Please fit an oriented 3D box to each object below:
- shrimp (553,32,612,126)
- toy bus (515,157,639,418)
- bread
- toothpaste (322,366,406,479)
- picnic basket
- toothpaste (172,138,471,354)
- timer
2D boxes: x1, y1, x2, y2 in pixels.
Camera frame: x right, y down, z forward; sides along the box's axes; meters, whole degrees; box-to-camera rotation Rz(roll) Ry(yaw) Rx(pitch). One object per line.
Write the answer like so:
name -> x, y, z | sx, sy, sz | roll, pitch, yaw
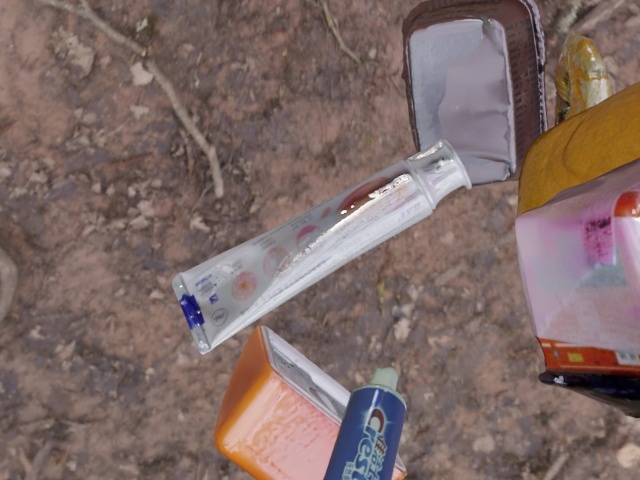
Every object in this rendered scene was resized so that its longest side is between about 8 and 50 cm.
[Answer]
shrimp -> 0.387, -0.186, 1.303 | 0.062, 0.154, 0.294 | -9, 140, -6
toy bus -> 0.272, 0.000, 0.541 | 0.302, 0.127, 0.147 | -22, 93, -26
bread -> 0.304, -0.067, 0.813 | 0.245, 0.174, 0.121 | -22, 121, 43
toothpaste -> 0.022, 0.197, 0.628 | 0.047, 0.268, 0.069 | -29, 116, 36
picnic basket -> 0.213, -0.213, 1.242 | 0.222, 0.129, 0.297 | -1, 108, 24
toothpaste -> 0.000, 0.000, 0.873 | 0.323, 0.100, 0.066 | -29, 150, 2
timer -> -0.018, 0.260, 1.271 | 0.257, 0.250, 0.161 | 40, 107, -11
